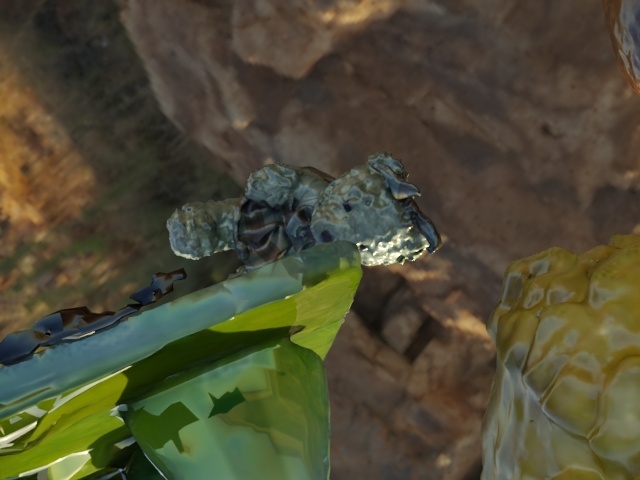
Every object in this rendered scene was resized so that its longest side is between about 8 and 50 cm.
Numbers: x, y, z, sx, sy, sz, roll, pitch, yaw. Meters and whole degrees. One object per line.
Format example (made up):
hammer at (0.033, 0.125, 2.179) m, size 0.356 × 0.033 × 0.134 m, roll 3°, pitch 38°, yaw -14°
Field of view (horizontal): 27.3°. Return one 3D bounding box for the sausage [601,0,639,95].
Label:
sausage at (0.285, -0.209, 0.990) m, size 0.153 × 0.268 × 0.141 m, roll 0°, pitch 152°, yaw -1°

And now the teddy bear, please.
teddy bear at (0.001, -0.004, 1.000) m, size 0.213 × 0.111 × 0.133 m, roll -19°, pitch 99°, yaw 25°

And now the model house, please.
model house at (-0.089, 0.205, 0.378) m, size 0.242 × 0.357 × 0.313 m, roll 118°, pitch 131°, yaw -73°

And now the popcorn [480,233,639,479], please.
popcorn at (0.187, 0.105, 0.784) m, size 0.190 × 0.250 × 0.250 m, roll 6°, pitch 151°, yaw -6°
